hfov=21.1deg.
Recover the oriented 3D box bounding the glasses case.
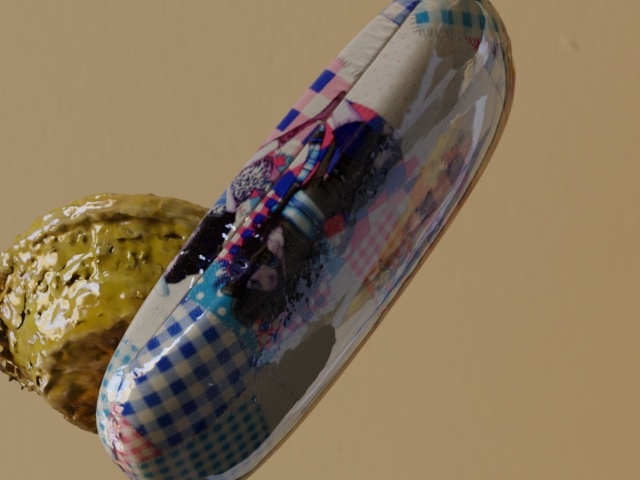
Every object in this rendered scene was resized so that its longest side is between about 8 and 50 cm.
[{"bbox_3d":[0.000,0.000,0.933,0.327,0.076,0.125,-52,-38,-14],"label":"glasses case"}]

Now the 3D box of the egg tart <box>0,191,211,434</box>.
[{"bbox_3d":[-0.164,0.085,1.519,0.294,0.123,0.294,-2,-45,-2],"label":"egg tart"}]
